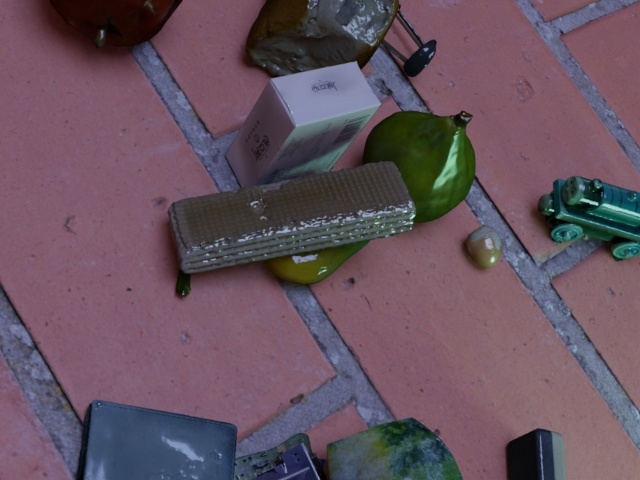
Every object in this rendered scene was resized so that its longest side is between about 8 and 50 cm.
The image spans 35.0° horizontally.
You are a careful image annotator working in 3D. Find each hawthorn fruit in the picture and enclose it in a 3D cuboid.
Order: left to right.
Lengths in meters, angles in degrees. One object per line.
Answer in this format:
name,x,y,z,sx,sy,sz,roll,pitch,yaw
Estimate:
hawthorn fruit,-0.376,-0.488,1.858,0.275,0.275,0.299,16,72,-18

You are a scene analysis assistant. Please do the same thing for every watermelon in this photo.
watermelon,0.133,0.454,1.661,0.224,0.180,0.305,-14,74,-15

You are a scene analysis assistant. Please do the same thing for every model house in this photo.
model house,-0.053,0.378,1.654,0.167,0.088,0.117,-15,72,-32

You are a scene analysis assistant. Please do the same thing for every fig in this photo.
fig,0.193,-0.179,1.958,0.233,0.314,0.233,-1,49,1

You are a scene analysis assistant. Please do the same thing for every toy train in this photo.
toy train,0.622,-0.061,2.162,0.298,0.194,0.120,14,60,-19

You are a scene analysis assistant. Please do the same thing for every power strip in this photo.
power strip,0.390,0.474,1.814,0.070,0.105,0.256,15,59,-19

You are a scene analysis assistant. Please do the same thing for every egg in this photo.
egg,0.333,0.014,2.054,0.071,0.071,0.083,-17,76,-33

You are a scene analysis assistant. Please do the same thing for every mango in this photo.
mango,-0.006,-0.004,1.883,0.137,0.091,0.237,47,51,7

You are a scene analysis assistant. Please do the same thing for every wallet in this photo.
wallet,-0.254,0.402,1.564,0.251,0.054,0.290,17,55,-21

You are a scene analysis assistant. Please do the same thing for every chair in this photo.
chair,0.173,-0.459,2.217,0.221,0.104,0.095,52,37,10

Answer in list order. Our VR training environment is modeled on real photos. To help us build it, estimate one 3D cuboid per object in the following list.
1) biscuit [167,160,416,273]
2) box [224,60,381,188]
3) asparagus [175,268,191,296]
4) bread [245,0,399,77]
biscuit,-0.053,-0.045,1.793,0.426,0.078,0.144,-11,49,-12
box,-0.036,-0.202,1.867,0.194,0.260,0.111,-18,74,-33
asparagus,-0.236,0.052,1.779,0.025,0.021,0.108,17,57,-23
bread,0.015,-0.443,2.025,0.225,0.279,0.250,34,54,-24
